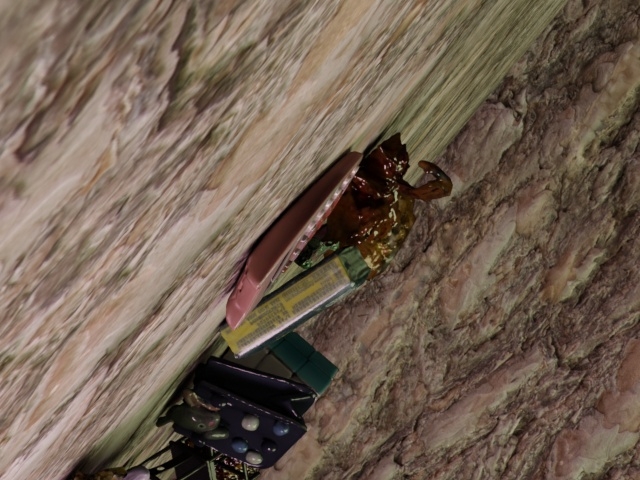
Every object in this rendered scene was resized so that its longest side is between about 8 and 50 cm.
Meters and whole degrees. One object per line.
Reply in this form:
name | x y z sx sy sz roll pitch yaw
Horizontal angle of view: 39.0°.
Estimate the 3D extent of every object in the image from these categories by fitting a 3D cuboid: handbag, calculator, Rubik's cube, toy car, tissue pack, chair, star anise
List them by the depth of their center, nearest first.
calculator | -0.037 -0.014 1.403 0.330 0.048 0.220 -49 174 -34
star anise | 0.114 -0.085 1.584 0.237 0.148 0.346 -51 -171 -25
tissue pack | -0.040 0.109 1.635 0.257 0.081 0.185 -33 177 13
toy car | 0.000 0.000 1.741 0.142 0.055 0.069 -32 156 -39
handbag | -0.175 0.345 1.785 0.326 0.269 0.118 120 -11 -57
Rubik's cube | -0.124 0.330 2.071 0.221 0.224 0.231 -51 174 13
chair | -0.283 0.530 2.073 0.260 0.154 0.141 -26 116 -40

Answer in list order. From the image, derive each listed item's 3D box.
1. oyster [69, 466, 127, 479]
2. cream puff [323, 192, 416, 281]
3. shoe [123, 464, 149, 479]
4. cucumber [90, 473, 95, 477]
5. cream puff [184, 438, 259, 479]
oyster | -0.383 0.423 1.366 0.214 0.083 0.223 -46 180 -3
cream puff | 0.108 -0.010 2.025 0.241 0.155 0.269 -52 177 25
shoe | -0.423 0.592 1.901 0.245 0.137 0.095 -50 179 4
cucumber | -0.406 0.481 1.602 0.077 0.077 0.265 -46 172 -38
cream puff | -0.237 0.505 2.305 0.239 0.239 0.165 -52 -177 20
